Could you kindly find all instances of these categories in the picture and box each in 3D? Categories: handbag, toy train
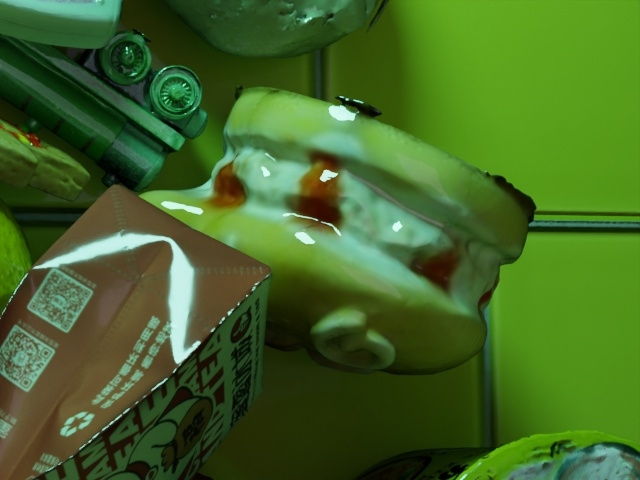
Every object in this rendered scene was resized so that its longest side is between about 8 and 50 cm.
[{"bbox_3d":[-0.172,0.122,0.885,0.151,0.171,0.298,29,54,18],"label":"handbag"},{"bbox_3d":[-0.211,-0.139,1.046,0.251,0.085,0.119,35,81,-14],"label":"toy train"}]

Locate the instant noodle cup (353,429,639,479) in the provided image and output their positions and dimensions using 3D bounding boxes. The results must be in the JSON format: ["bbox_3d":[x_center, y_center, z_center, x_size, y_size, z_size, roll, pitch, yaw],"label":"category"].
[{"bbox_3d":[0.141,0.308,1.065,0.326,0.254,0.325,2,86,-22],"label":"instant noodle cup"}]

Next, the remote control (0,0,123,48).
[{"bbox_3d":[-0.210,-0.312,1.016,0.145,0.050,0.344,13,65,-19],"label":"remote control"}]

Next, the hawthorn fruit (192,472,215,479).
[{"bbox_3d":[-0.135,0.259,0.995,0.262,0.210,0.210,42,73,2],"label":"hawthorn fruit"}]

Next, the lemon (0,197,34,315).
[{"bbox_3d":[-0.302,0.033,0.928,0.192,0.231,0.192,-3,74,10],"label":"lemon"}]

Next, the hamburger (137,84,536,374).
[{"bbox_3d":[0.000,0.000,1.031,0.303,0.261,0.186,28,82,-10],"label":"hamburger"}]

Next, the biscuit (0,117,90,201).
[{"bbox_3d":[-0.279,-0.088,0.934,0.212,0.239,0.041,28,94,6],"label":"biscuit"}]

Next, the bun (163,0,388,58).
[{"bbox_3d":[-0.035,-0.266,1.086,0.239,0.141,0.239,3,84,-24],"label":"bun"}]
